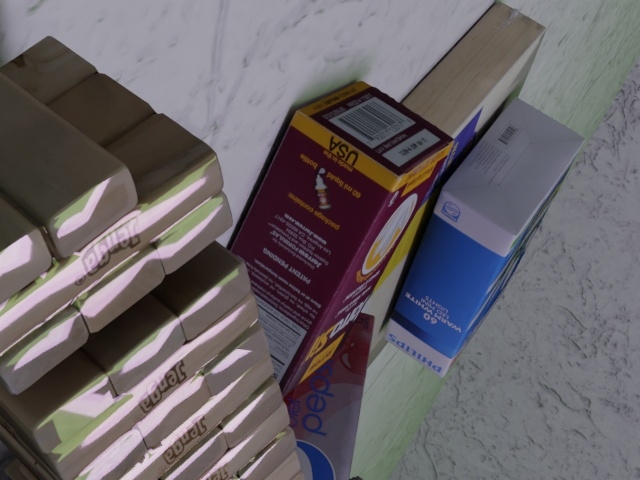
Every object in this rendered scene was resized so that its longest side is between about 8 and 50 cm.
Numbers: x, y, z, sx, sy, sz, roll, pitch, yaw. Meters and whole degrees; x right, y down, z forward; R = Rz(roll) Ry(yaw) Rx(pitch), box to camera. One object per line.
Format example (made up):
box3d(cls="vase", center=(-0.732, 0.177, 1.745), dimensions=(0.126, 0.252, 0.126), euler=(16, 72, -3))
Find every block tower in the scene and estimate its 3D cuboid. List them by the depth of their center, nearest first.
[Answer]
box3d(cls="block tower", center=(-0.072, 0.077, 0.457), dimensions=(0.091, 0.097, 0.335), euler=(-39, 145, -23))

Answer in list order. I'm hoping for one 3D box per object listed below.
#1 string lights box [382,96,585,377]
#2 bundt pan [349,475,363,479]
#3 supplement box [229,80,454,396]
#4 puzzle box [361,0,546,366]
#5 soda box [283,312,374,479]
box3d(cls="string lights box", center=(0.144, 0.005, 1.074), dimensions=(0.133, 0.076, 0.260), euler=(-50, 166, -31))
box3d(cls="bundt pan", center=(-0.094, 0.336, 1.097), dimensions=(0.331, 0.124, 0.331), euler=(-58, 176, -7))
box3d(cls="supplement box", center=(0.000, 0.000, 0.776), dimensions=(0.104, 0.080, 0.188), euler=(-34, 155, -58))
box3d(cls="puzzle box", center=(0.070, -0.001, 1.084), dimensions=(0.272, 0.052, 0.409), euler=(-47, 164, -32))
box3d(cls="soda box", center=(-0.023, 0.168, 0.878), dimensions=(0.263, 0.083, 0.092), euler=(-77, -177, -46))
